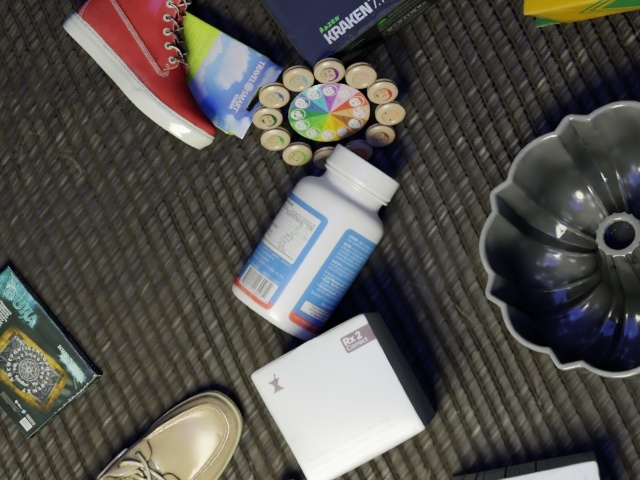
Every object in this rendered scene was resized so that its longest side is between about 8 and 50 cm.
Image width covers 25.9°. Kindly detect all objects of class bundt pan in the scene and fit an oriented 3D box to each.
[{"bbox_3d":[0.357,0.013,1.596,0.330,0.124,0.331,-10,66,23],"label":"bundt pan"}]

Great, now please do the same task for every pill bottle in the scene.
[{"bbox_3d":[0.000,0.000,1.688,0.124,0.124,0.221,34,93,8],"label":"pill bottle"}]

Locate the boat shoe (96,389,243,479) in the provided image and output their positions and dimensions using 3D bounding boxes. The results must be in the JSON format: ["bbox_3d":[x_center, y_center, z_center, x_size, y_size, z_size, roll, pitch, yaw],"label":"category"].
[{"bbox_3d":[-0.220,0.306,1.723,0.302,0.098,0.109,-41,83,5],"label":"boat shoe"}]

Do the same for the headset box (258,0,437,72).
[{"bbox_3d":[0.013,-0.378,1.694,0.246,0.131,0.283,-36,83,5],"label":"headset box"}]

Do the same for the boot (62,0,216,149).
[{"bbox_3d":[-0.176,-0.244,1.700,0.176,0.088,0.244,-44,77,4],"label":"boot"}]

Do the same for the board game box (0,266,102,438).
[{"bbox_3d":[-0.384,0.143,1.789,0.126,0.026,0.186,-41,83,5],"label":"board game box"}]

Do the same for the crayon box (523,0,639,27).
[{"bbox_3d":[0.332,-0.360,1.572,0.081,0.318,0.202,3,87,-35],"label":"crayon box"}]

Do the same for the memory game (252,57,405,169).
[{"bbox_3d":[0.011,-0.149,1.677,0.186,0.186,0.012,-12,49,8],"label":"memory game"}]

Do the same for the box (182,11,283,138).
[{"bbox_3d":[-0.144,-0.213,1.756,0.178,0.042,0.109,30,93,9],"label":"box"}]

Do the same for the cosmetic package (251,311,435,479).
[{"bbox_3d":[0.032,0.183,1.646,0.151,0.183,0.151,-30,84,7],"label":"cosmetic package"}]

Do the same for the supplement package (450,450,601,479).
[{"bbox_3d":[0.248,0.321,1.649,0.179,0.105,0.105,-13,87,8],"label":"supplement package"}]

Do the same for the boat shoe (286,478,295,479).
[{"bbox_3d":[-0.053,0.405,1.705,0.073,0.080,0.224,-3,92,3],"label":"boat shoe"}]
